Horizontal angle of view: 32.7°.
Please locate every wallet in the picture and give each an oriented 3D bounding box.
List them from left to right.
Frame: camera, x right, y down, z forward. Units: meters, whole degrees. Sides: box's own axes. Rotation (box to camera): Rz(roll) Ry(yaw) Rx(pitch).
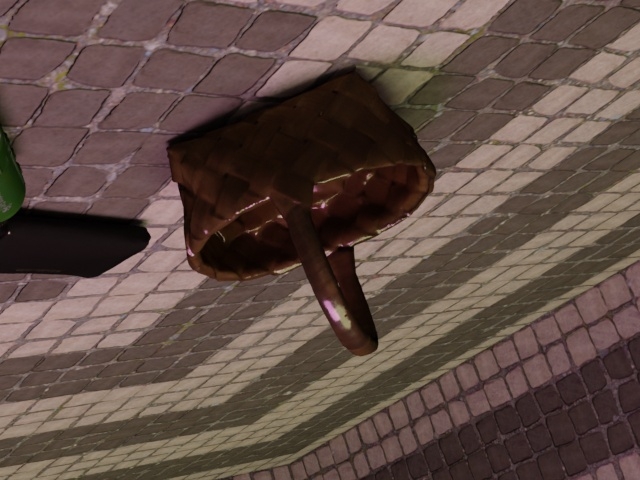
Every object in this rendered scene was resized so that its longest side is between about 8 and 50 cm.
[{"bbox_3d":[-0.361,0.013,1.482,0.149,0.044,0.250,-28,159,33],"label":"wallet"}]

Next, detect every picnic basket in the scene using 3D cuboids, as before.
[{"bbox_3d":[0.000,0.000,1.377,0.337,0.337,0.293,-22,160,6],"label":"picnic basket"}]

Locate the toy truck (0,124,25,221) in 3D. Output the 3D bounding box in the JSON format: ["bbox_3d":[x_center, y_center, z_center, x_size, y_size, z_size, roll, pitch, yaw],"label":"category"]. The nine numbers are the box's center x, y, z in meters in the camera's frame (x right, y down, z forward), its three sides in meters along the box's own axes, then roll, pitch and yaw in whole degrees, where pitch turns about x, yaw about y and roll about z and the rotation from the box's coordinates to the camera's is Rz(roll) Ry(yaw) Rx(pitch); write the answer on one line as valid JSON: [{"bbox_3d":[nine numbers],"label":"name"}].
[{"bbox_3d":[-0.381,-0.081,1.126,0.125,0.101,0.242,-21,164,-11],"label":"toy truck"}]
